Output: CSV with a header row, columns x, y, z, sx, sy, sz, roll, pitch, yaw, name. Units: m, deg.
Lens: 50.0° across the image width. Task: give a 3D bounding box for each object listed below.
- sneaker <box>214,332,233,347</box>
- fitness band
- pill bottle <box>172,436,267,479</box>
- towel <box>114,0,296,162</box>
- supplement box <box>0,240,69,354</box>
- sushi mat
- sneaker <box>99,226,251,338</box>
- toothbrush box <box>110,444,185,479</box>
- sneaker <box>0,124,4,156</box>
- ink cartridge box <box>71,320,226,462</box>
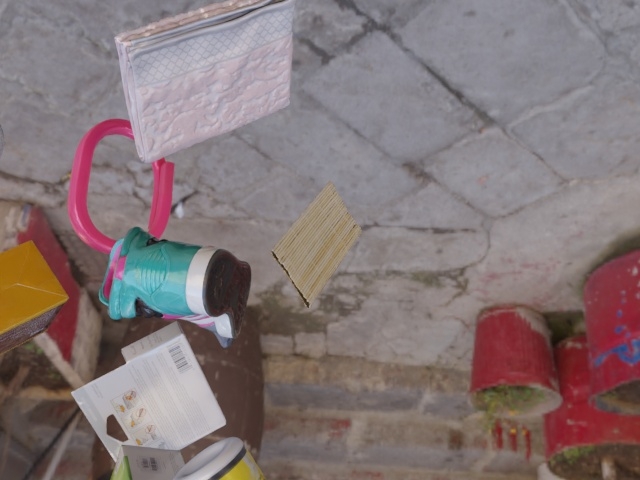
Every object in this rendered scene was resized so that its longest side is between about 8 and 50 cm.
x,y,z,sx,sy,sz,roll,pitch,yaw,name
-0.308,0.188,1.809,0.098,0.224,0.083,-15,163,-31,sneaker
-0.413,-0.111,1.427,0.209,0.291,0.054,15,159,-36,fitness band
-0.096,0.346,0.848,0.103,0.103,0.184,-29,94,43,pill bottle
-0.196,-0.298,1.265,0.331,0.053,0.317,-25,157,-19,towel
-0.595,0.127,1.245,0.129,0.191,0.194,55,140,4,supplement box
0.000,0.000,1.515,0.019,0.316,0.151,-23,109,36,sushi mat
-0.201,0.064,0.931,0.178,0.124,0.295,11,165,7,sneaker
-0.325,0.545,1.222,0.122,0.283,0.206,14,-167,-26,toothbrush box
-0.342,-0.084,0.615,0.281,0.115,0.105,-8,110,45,sneaker
-0.351,0.335,1.428,0.238,0.060,0.275,-26,123,-14,ink cartridge box
